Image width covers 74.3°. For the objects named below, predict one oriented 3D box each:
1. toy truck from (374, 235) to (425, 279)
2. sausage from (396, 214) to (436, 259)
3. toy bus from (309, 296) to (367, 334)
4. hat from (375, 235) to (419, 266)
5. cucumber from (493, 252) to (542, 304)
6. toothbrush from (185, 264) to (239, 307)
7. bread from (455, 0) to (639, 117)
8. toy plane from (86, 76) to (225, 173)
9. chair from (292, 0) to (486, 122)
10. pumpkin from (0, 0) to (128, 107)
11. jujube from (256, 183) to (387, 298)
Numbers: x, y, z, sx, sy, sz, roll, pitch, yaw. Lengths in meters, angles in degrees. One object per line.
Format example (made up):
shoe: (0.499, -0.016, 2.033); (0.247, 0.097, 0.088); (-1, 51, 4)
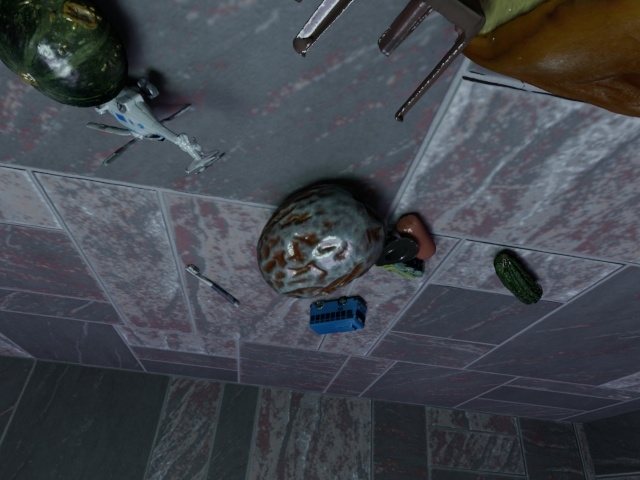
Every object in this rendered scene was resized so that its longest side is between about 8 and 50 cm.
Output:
toy truck: (0.196, 0.051, 1.120); (0.168, 0.077, 0.100); (20, 158, -27)
sausage: (0.237, -0.005, 1.035); (0.062, 0.062, 0.154); (-14, 142, 28)
toy bus: (0.060, 0.257, 1.425); (0.184, 0.106, 0.090); (-13, 140, 26)
hat: (0.174, 0.021, 1.001); (0.121, 0.051, 0.121); (-14, 149, -8)
cucumber: (0.536, 0.104, 1.159); (0.077, 0.077, 0.265); (-24, 135, 37)
toothbrush: (-0.350, 0.156, 1.405); (0.026, 0.024, 0.288); (-22, 140, 14)
bread: (0.361, -0.232, 0.449); (0.323, 0.333, 0.143); (13, 103, -10)
toy plane: (-0.292, -0.191, 0.696); (0.181, 0.273, 0.107); (-29, 139, -13)
chair: (0.125, -0.326, 0.462); (0.183, 0.176, 0.326); (17, 144, -31)
pumpkin: (-0.378, -0.285, 0.616); (0.190, 0.146, 0.190); (19, 174, 2)
jujube: (0.002, 0.008, 0.949); (0.246, 0.216, 0.308); (25, 138, -21)
